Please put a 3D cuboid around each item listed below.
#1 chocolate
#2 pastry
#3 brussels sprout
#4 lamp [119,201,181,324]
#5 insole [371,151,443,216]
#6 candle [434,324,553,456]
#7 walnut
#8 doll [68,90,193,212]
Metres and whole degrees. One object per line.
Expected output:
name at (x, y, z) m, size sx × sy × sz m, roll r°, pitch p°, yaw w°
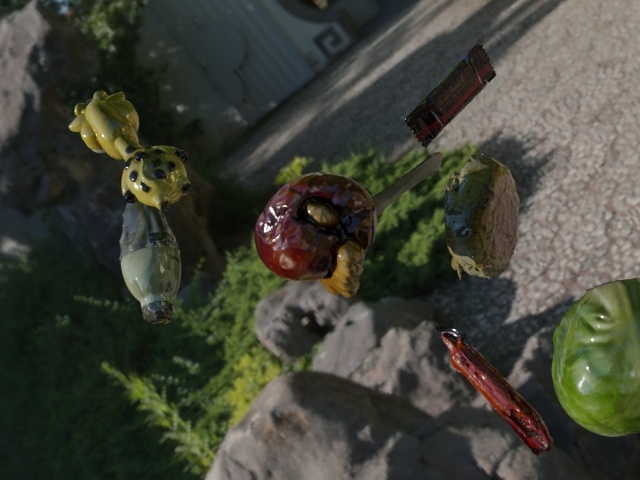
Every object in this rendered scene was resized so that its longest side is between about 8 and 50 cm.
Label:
chocolate at (0.214, -0.239, 1.459) m, size 0.182 × 0.086 × 0.028 m, roll -49°, pitch 42°, yaw -4°
pastry at (0.341, -0.047, 1.890) m, size 0.120 × 0.236 × 0.257 m, roll 3°, pitch 63°, yaw 31°
brussels sprout at (0.468, 0.184, 1.386) m, size 0.244 × 0.244 × 0.244 m, roll -38°, pitch 13°, yaw 10°
lamp at (-0.283, 0.024, 1.478) m, size 0.101 × 0.101 × 0.250 m, roll -32°, pitch 58°, yaw 33°
insole at (0.153, -0.094, 2.090) m, size 0.348 × 0.009 × 0.119 m, roll -37°, pitch -23°, yaw -6°
candle at (0.313, 0.267, 1.625) m, size 0.059 × 0.302 × 0.084 m, roll -31°, pitch -26°, yaw -23°
walnut at (0.000, 0.000, 1.712) m, size 0.221 × 0.244 × 0.269 m, roll -40°, pitch -3°, yaw -15°
doll at (-0.298, -0.142, 1.386) m, size 0.117 × 0.086 × 0.291 m, roll -36°, pitch 54°, yaw -16°
